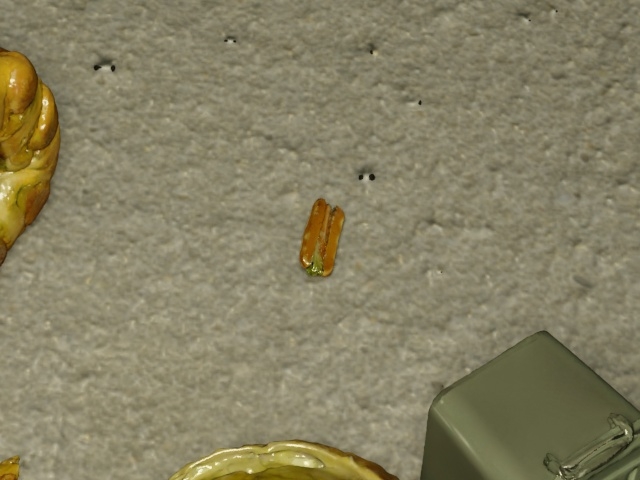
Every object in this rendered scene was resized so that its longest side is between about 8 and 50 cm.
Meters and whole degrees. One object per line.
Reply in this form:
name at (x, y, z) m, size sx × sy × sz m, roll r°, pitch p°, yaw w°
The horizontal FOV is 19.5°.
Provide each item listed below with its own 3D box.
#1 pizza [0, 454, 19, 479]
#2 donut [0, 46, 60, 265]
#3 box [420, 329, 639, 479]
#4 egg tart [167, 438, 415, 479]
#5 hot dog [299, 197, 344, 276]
pizza at (-0.294, 0.289, 1.456) m, size 0.134 × 0.056 × 0.271 m, roll 30°, pitch 61°, yaw 18°
donut at (-0.308, -0.061, 1.561) m, size 0.113 × 0.226 × 0.227 m, roll 22°, pitch 59°, yaw 12°
box at (0.169, 0.194, 1.493) m, size 0.163 × 0.243 × 0.135 m, roll -29°, pitch 58°, yaw -22°
egg tart at (-0.036, 0.305, 1.419) m, size 0.345 × 0.132 × 0.345 m, roll -2°, pitch 65°, yaw 4°
hot dog at (0.000, 0.000, 1.692) m, size 0.037 × 0.021 × 0.083 m, roll 29°, pitch 55°, yaw -17°
